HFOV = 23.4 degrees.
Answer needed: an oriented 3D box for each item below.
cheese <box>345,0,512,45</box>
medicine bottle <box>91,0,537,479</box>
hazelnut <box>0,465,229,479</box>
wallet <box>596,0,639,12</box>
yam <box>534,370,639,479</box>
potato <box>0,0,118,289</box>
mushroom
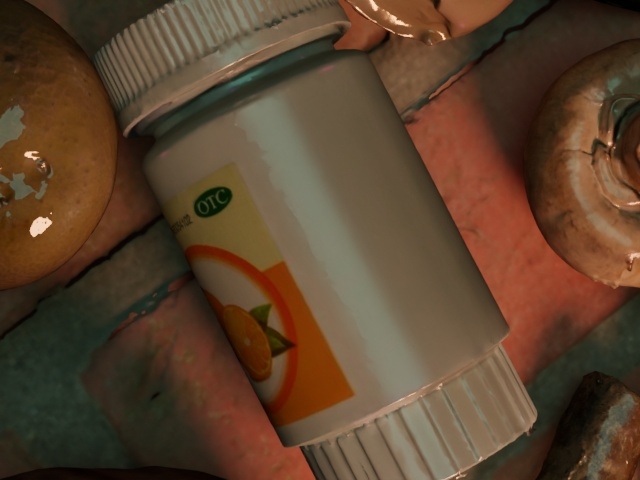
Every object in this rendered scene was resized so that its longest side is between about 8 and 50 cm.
[{"bbox_3d":[0.092,-0.267,1.004,0.163,0.082,0.286,33,66,-29],"label":"cheese"},{"bbox_3d":[0.000,0.000,0.940,0.158,0.158,0.318,-27,89,-9],"label":"medicine bottle"},{"bbox_3d":[-0.108,0.289,0.842,0.372,0.315,0.372,5,55,-7],"label":"hazelnut"},{"bbox_3d":[0.210,-0.270,1.028,0.122,0.031,0.232,7,85,-41],"label":"wallet"},{"bbox_3d":[0.131,0.214,0.991,0.061,0.061,0.274,31,83,-4],"label":"yam"},{"bbox_3d":[-0.223,-0.066,0.913,0.235,0.160,0.178,39,83,18],"label":"potato"},{"bbox_3d":[0.212,-0.046,0.989,0.166,0.127,0.166,0,91,-3],"label":"mushroom"}]
